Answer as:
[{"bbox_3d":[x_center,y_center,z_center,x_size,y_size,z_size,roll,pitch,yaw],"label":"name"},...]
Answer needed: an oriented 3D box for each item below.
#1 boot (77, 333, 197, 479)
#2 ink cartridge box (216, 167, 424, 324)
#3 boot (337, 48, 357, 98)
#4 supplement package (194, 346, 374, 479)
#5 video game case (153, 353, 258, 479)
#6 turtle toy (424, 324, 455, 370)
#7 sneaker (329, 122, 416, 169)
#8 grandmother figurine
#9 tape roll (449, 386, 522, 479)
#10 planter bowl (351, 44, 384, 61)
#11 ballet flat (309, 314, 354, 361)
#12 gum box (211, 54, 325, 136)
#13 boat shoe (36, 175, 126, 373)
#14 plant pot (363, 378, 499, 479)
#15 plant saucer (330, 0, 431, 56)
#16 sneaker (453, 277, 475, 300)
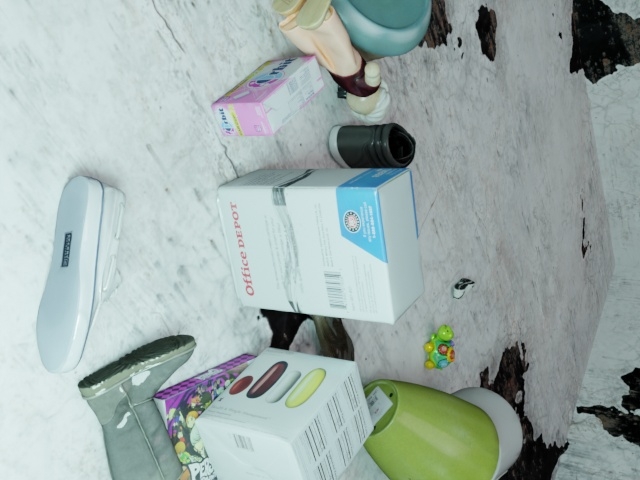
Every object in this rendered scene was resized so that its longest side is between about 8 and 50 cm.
[{"bbox_3d":[-0.239,0.261,1.040,0.190,0.076,0.208,-25,107,-18],"label":"boot"},{"bbox_3d":[0.000,0.000,1.190,0.129,0.308,0.223,-35,121,-51],"label":"ink cartridge box"},{"bbox_3d":[0.069,-0.345,1.488,0.121,0.045,0.099,-6,96,-55],"label":"boot"},{"bbox_3d":[-0.053,0.302,1.169,0.203,0.194,0.149,-43,127,-46],"label":"supplement package"},{"bbox_3d":[-0.182,0.324,1.195,0.232,0.042,0.210,-15,105,-54],"label":"video game case"},{"bbox_3d":[0.326,0.288,1.911,0.095,0.066,0.130,-19,109,-53],"label":"turtle toy"},{"bbox_3d":[0.151,-0.166,1.534,0.296,0.147,0.104,29,68,-55],"label":"sneaker"},{"bbox_3d":[0.036,-0.330,1.318,0.104,0.208,0.342,-40,143,5],"label":"grandmother figurine"},{"bbox_3d":[0.384,0.519,1.866,0.169,0.246,0.246,-3,96,-56],"label":"tape roll"},{"bbox_3d":[0.138,-0.466,1.514,0.162,0.109,0.162,-10,102,-54],"label":"planter bowl"},{"bbox_3d":[0.021,0.207,1.476,0.084,0.058,0.249,-54,140,-44],"label":"ballet flat"},{"bbox_3d":[-0.083,-0.250,1.216,0.188,0.107,0.062,-50,133,-40],"label":"gum box"},{"bbox_3d":[-0.303,0.047,0.940,0.084,0.095,0.258,17,81,-51],"label":"boat shoe"},{"bbox_3d":[0.210,0.440,1.626,0.293,0.275,0.274,38,62,-32],"label":"plant pot"},{"bbox_3d":[0.105,-0.516,1.395,0.318,0.044,0.317,11,70,-31],"label":"plant saucer"},{"bbox_3d":[0.408,0.140,2.048,0.109,0.040,0.043,-21,127,-49],"label":"sneaker"}]
